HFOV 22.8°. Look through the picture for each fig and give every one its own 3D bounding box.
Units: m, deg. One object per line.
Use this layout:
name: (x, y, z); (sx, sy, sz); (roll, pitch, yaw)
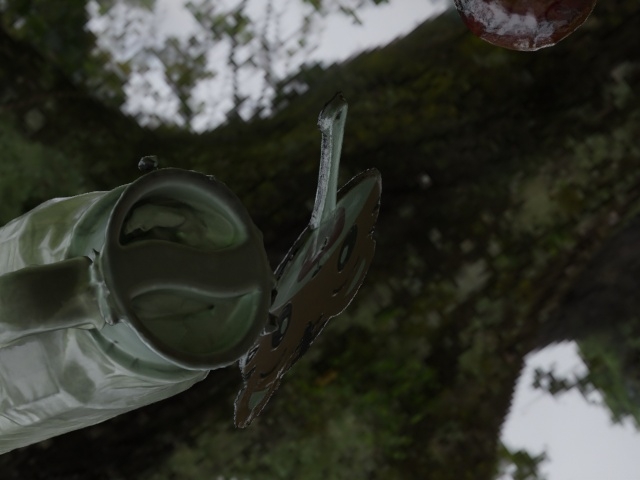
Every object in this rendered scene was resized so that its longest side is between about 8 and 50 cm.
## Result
fig: (0.115, -0.155, 0.917); (0.089, 0.089, 0.125); (50, -172, -7)

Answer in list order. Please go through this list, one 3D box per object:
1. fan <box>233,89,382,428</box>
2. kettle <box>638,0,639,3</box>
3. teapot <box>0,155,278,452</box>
fan: (0.000, 0.000, 0.850); (0.008, 0.226, 0.152); (29, -126, 16)
kettle: (0.150, -0.186, 0.385); (0.207, 0.250, 0.271); (-3, -128, -14)
teapot: (-0.115, 0.034, 0.553); (0.107, 0.200, 0.077); (-6, -102, -45)
